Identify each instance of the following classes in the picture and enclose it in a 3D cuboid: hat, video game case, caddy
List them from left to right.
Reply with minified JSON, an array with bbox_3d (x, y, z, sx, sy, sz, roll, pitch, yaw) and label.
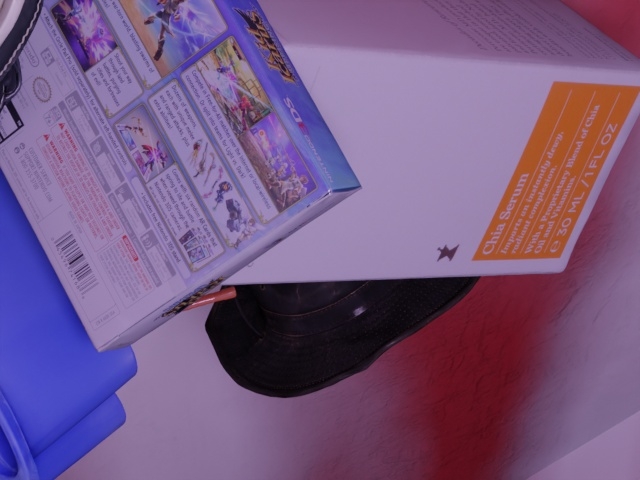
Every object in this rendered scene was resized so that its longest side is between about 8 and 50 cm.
[{"bbox_3d":[-0.309,0.075,1.564,0.179,0.341,0.241,-31,162,-25],"label":"caddy"},{"bbox_3d":[-0.133,-0.090,1.407,0.244,0.269,0.061,-34,169,27],"label":"video game case"},{"bbox_3d":[0.000,0.000,1.838,0.331,0.331,0.134,-25,119,6],"label":"hat"}]

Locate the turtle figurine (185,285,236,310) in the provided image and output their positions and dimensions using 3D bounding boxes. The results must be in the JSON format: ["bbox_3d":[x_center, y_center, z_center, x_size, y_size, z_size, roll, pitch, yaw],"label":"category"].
[{"bbox_3d":[-0.208,-0.020,1.716,0.269,0.087,0.217,10,149,3],"label":"turtle figurine"}]

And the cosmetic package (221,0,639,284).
[{"bbox_3d":[0.062,-0.099,1.618,0.453,0.161,0.230,-2,124,-40],"label":"cosmetic package"}]

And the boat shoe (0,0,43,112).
[{"bbox_3d":[-0.284,-0.127,1.377,0.113,0.127,0.340,-1,151,-44],"label":"boat shoe"}]
